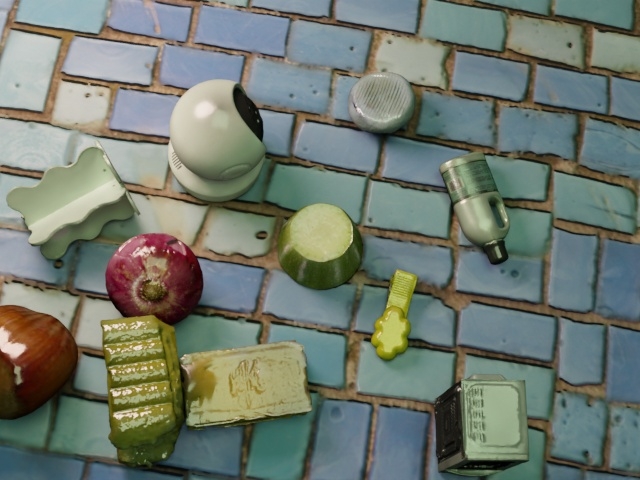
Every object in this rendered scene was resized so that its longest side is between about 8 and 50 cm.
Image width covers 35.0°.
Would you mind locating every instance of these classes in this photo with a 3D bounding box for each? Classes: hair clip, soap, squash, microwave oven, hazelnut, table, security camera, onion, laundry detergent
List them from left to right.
[{"bbox_3d":[-0.531,0.216,1.763,0.210,0.210,0.186,19,94,0],"label":"hazelnut"},{"bbox_3d":[-0.458,-0.068,1.877,0.198,0.166,0.166,-30,77,-7],"label":"table"},{"bbox_3d":[-0.299,0.073,1.841,0.177,0.153,0.177,2,96,18],"label":"onion"},{"bbox_3d":[-0.195,-0.195,1.901,0.195,0.236,0.194,1,70,-4],"label":"security camera"},{"bbox_3d":[-0.135,0.261,1.837,0.233,0.076,0.135,-5,73,-11],"label":"soap"},{"bbox_3d":[0.000,0.000,1.925,0.170,0.123,0.170,0,72,-1],"label":"squash"},{"bbox_3d":[0.145,0.143,1.927,0.072,0.046,0.173,17,72,3],"label":"hair clip"},{"bbox_3d":[0.277,0.328,1.794,0.122,0.208,0.162,1,71,-6],"label":"microwave oven"},{"bbox_3d":[0.315,-0.060,2.002,0.099,0.070,0.225,-14,73,-18],"label":"laundry detergent"}]

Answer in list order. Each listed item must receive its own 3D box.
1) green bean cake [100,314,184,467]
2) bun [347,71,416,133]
[{"bbox_3d":[-0.300,0.259,1.734,0.124,0.236,0.233,-6,70,-9],"label":"green bean cake"},{"bbox_3d":[0.122,-0.270,2.046,0.141,0.083,0.141,0,64,1],"label":"bun"}]
